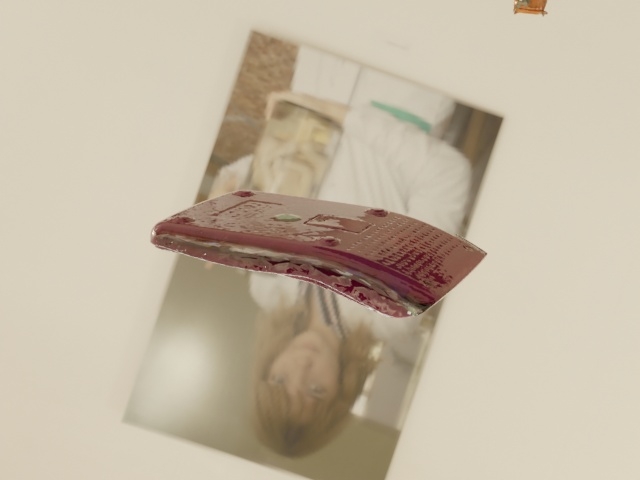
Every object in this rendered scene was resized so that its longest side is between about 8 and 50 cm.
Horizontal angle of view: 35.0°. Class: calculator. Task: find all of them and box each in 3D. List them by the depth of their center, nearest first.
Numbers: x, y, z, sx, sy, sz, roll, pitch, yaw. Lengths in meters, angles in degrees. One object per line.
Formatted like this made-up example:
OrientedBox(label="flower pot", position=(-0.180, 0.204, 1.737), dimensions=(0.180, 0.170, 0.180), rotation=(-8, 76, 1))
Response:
OrientedBox(label="calculator", position=(0.000, 0.000, 0.634), dimensions=(0.190, 0.034, 0.126), rotation=(14, -160, 20))

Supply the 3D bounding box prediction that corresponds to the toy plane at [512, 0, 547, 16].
OrientedBox(label="toy plane", position=(0.204, -0.255, 0.895), dimensions=(0.188, 0.135, 0.062), rotation=(2, 163, -29))
